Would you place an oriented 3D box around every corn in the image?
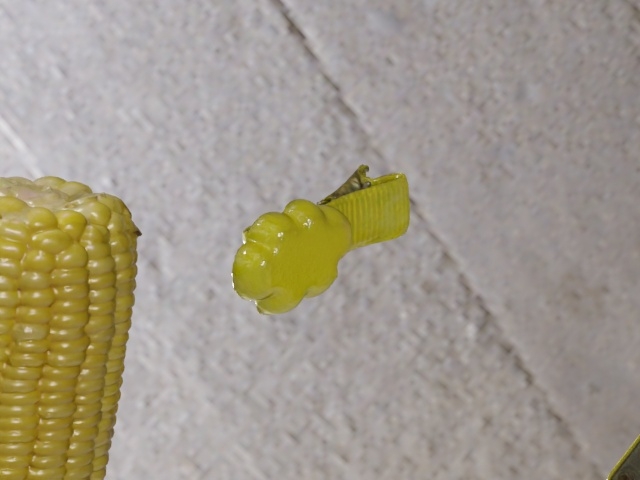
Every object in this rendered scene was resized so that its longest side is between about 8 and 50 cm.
[{"bbox_3d":[-0.107,0.060,0.615,0.063,0.085,0.165,17,103,27],"label":"corn"}]

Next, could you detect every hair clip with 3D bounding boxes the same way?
[{"bbox_3d":[0.000,0.000,1.225,0.046,0.173,0.072,7,110,34],"label":"hair clip"}]

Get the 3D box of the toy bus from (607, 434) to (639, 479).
[{"bbox_3d":[0.369,0.222,1.260,0.330,0.152,0.144,42,113,22],"label":"toy bus"}]
